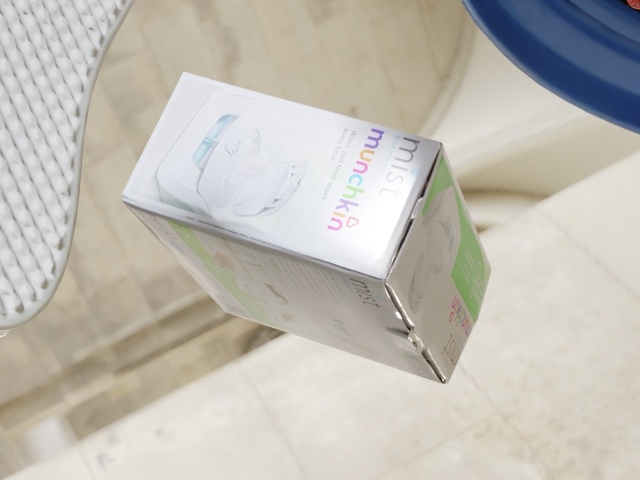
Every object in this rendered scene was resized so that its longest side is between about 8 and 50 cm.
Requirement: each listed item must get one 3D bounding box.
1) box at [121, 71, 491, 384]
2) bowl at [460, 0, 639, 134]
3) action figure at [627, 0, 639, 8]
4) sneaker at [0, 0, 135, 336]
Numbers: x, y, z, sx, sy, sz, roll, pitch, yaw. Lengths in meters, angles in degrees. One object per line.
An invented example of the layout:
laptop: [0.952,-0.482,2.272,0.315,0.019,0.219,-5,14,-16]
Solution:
box: [0.000,0.000,1.123,0.231,0.126,0.262,16,-18,22]
bowl: [0.261,-0.149,0.693,0.391,0.391,0.077,89,16,-71]
action figure: [0.158,-0.154,0.598,0.030,0.038,0.115,25,-52,13]
sneaker: [-0.206,-0.111,0.762,0.135,0.150,0.366,40,48,-42]
